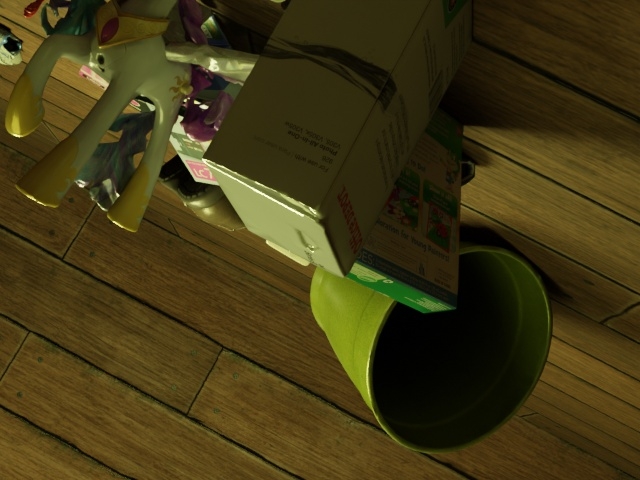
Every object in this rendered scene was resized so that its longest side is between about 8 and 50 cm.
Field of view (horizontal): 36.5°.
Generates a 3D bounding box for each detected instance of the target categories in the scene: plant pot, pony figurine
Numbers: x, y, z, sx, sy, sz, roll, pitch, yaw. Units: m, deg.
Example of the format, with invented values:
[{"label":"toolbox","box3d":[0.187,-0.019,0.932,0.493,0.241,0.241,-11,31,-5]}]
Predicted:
[{"label":"plant pot","box3d":[0.161,0.135,1.745,0.366,0.367,0.353,36,179,-31]},{"label":"pony figurine","box3d":[-0.180,-0.196,1.101,0.302,0.364,0.351,32,-178,18]}]

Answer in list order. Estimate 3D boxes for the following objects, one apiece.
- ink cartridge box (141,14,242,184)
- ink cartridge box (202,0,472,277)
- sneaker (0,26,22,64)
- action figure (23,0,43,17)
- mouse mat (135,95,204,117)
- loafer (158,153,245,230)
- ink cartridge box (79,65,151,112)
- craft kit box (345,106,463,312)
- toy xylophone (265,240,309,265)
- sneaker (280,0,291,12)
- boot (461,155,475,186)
[{"label":"ink cartridge box","box3d":[-0.173,-0.199,1.447,0.185,0.065,0.311,11,144,34]},{"label":"ink cartridge box","box3d":[0.028,-0.136,0.900,0.121,0.289,0.211,25,168,15]},{"label":"sneaker","box3d":[-0.634,-0.390,1.979,0.058,0.052,0.135,22,168,11]},{"label":"action figure","box3d":[-0.412,-0.370,1.339,0.091,0.139,0.280,34,170,-20]},{"label":"mouse mat","box3d":[-0.143,-0.162,1.308,0.189,0.007,0.152,23,-169,11]},{"label":"loafer","box3d":[-0.207,-0.096,1.794,0.130,0.133,0.366,51,-178,-23]},{"label":"ink cartridge box","box3d":[-0.287,-0.285,1.589,0.175,0.069,0.371,32,166,-16]},{"label":"craft kit box","box3d":[0.074,-0.067,1.113,0.060,0.247,0.249,-9,155,40]},{"label":"toy xylophone","box3d":[0.000,0.000,2.088,0.236,0.081,0.323,29,169,-2]},{"label":"sneaker","box3d":[0.012,-0.243,1.093,0.118,0.042,0.067,28,168,43]},{"label":"boot","box3d":[0.116,-0.089,1.299,0.190,0.069,0.086,-16,-168,-36]}]
